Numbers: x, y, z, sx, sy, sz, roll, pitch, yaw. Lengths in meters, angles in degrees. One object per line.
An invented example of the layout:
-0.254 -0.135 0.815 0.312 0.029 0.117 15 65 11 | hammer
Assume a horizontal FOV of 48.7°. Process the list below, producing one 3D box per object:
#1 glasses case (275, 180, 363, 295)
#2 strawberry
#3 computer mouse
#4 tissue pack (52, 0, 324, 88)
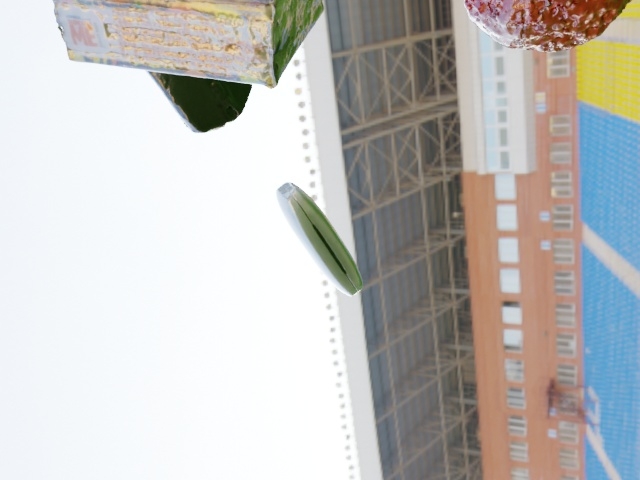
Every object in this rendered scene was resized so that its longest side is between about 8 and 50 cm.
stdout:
0.000 0.000 0.896 0.045 0.067 0.178 -36 -60 -5 | glasses case
0.123 -0.151 0.371 0.106 0.106 0.106 -6 -83 -63 | strawberry
-0.193 -0.258 1.018 0.122 0.073 0.217 -44 -75 -19 | computer mouse
-0.080 -0.155 0.460 0.109 0.148 0.060 -67 -20 -45 | tissue pack
